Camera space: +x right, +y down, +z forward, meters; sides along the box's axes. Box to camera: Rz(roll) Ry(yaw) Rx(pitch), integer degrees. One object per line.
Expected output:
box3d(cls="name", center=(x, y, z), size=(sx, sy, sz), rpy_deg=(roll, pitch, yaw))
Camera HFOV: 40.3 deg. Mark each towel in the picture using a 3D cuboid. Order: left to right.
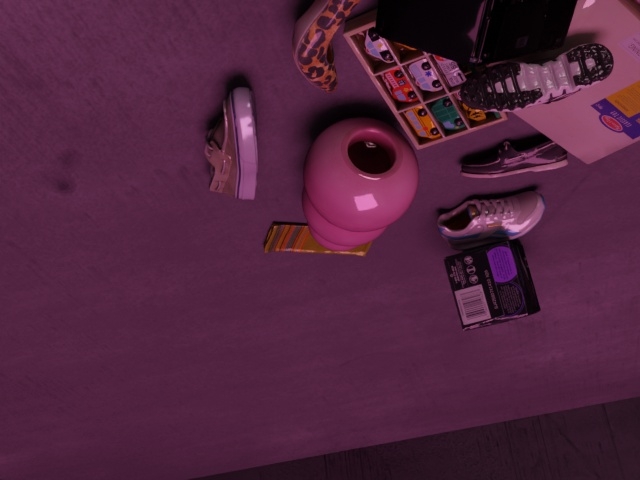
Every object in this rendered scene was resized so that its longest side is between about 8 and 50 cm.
box3d(cls="towel", center=(0.000, 0.000, 1.905), size=(0.237, 0.021, 0.102), rpy_deg=(3, 148, -16))

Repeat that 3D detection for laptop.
box3d(cls="laptop", center=(0.236, -0.384, 1.244), size=(0.264, 0.136, 0.234), rpy_deg=(-16, 138, -22))

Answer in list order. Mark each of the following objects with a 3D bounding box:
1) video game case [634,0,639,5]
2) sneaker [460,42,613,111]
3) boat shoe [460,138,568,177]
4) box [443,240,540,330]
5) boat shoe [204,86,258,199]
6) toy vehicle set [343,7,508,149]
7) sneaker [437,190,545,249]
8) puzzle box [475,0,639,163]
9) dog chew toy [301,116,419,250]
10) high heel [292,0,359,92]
box3d(cls="video game case", center=(0.560, -0.414, 1.328), size=(0.204, 0.025, 0.285), rpy_deg=(-24, 145, 26))
box3d(cls="sneaker", center=(0.333, -0.244, 1.372), size=(0.234, 0.078, 0.106), rpy_deg=(-14, 176, 2))
box3d(cls="boat shoe", center=(0.371, -0.164, 1.691), size=(0.206, 0.075, 0.065), rpy_deg=(-7, 106, 11))
box3d(cls="box", center=(0.380, 0.098, 1.910), size=(0.143, 0.165, 0.270), rpy_deg=(-16, 172, 19))
box3d(cls="boat shoe", center=(-0.158, -0.157, 1.536), size=(0.094, 0.109, 0.302), rpy_deg=(-1, 151, -5))
box3d(cls="toy vehicle set", center=(0.174, -0.271, 1.402), size=(0.166, 0.035, 0.267), rpy_deg=(-18, 132, 26))
box3d(cls="sneaker", center=(0.358, -0.048, 1.834), size=(0.229, 0.087, 0.092), rpy_deg=(-22, 145, 20))
box3d(cls="puzzle box", center=(0.459, -0.277, 1.479), size=(0.409, 0.052, 0.272), rpy_deg=(24, 142, -39))
box3d(cls="dog chew toy", center=(0.057, -0.084, 1.622), size=(0.207, 0.206, 0.332), rpy_deg=(0, 157, -11))
box3d(cls="high heel", center=(0.044, -0.321, 1.289), size=(0.186, 0.093, 0.261), rpy_deg=(-14, 145, 11))
